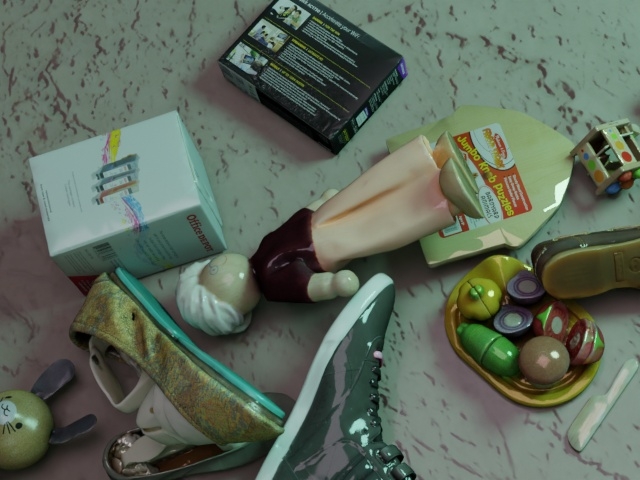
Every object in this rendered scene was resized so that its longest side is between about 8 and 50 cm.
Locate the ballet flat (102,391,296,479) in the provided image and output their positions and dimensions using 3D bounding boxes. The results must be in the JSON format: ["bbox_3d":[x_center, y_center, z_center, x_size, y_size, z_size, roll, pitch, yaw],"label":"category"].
[{"bbox_3d":[-0.126,0.208,1.573,0.213,0.068,0.072,-19,65,2],"label":"ballet flat"}]

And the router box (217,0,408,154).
[{"bbox_3d":[-0.009,-0.200,1.738,0.179,0.046,0.133,37,77,22],"label":"router box"}]

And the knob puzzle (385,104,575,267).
[{"bbox_3d":[0.187,-0.067,1.650,0.213,0.030,0.213,-5,60,9],"label":"knob puzzle"}]

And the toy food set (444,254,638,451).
[{"bbox_3d":[0.222,0.098,1.552,0.218,0.071,0.128,40,79,23],"label":"toy food set"}]

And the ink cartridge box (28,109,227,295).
[{"bbox_3d":[-0.210,-0.040,1.662,0.176,0.128,0.127,-17,65,2],"label":"ink cartridge box"}]

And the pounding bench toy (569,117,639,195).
[{"bbox_3d":[0.327,-0.090,1.620,0.083,0.052,0.065,-16,69,-35],"label":"pounding bench toy"}]

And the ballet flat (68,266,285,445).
[{"bbox_3d":[-0.158,0.142,1.537,0.123,0.123,0.348,-44,40,-9],"label":"ballet flat"}]

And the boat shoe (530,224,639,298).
[{"bbox_3d":[0.323,0.016,1.567,0.206,0.073,0.073,-1,111,-5],"label":"boat shoe"}]

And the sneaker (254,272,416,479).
[{"bbox_3d":[0.049,0.186,1.537,0.146,0.104,0.296,22,77,15],"label":"sneaker"}]

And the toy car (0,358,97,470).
[{"bbox_3d":[-0.337,0.195,1.589,0.188,0.149,0.155,-22,54,-11],"label":"toy car"}]

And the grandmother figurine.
[{"bbox_3d":[0.000,0.000,1.592,0.342,0.208,0.104,-27,105,12],"label":"grandmother figurine"}]
